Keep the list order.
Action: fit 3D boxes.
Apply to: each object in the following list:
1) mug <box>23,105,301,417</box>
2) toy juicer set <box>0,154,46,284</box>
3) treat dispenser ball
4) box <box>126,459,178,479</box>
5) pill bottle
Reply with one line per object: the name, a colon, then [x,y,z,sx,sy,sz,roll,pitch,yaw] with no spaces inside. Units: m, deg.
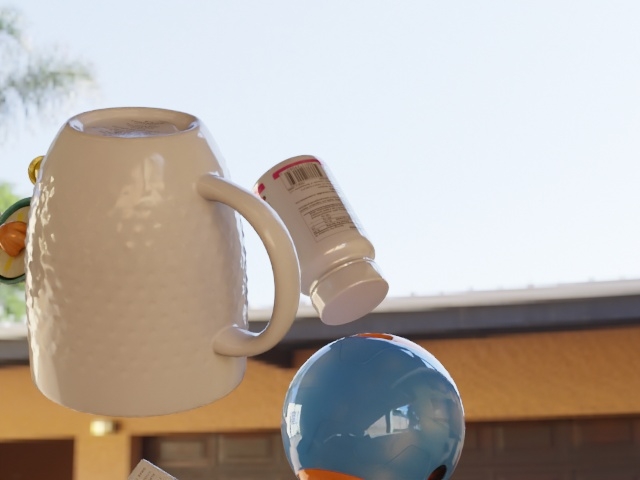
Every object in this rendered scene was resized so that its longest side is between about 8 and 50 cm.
mug: [-0.186,0.021,1.504,0.374,0.328,0.276,13,22,30]
toy juicer set: [-0.431,-0.028,1.787,0.329,0.209,0.089,-25,-33,24]
treat dispenser ball: [0.082,0.288,1.929,0.288,0.288,0.288,0,-14,0]
box: [-0.267,0.462,1.877,0.119,0.182,0.181,29,-28,14]
pill bottle: [0.000,0.000,2.199,0.160,0.283,0.160,-22,-29,-13]
